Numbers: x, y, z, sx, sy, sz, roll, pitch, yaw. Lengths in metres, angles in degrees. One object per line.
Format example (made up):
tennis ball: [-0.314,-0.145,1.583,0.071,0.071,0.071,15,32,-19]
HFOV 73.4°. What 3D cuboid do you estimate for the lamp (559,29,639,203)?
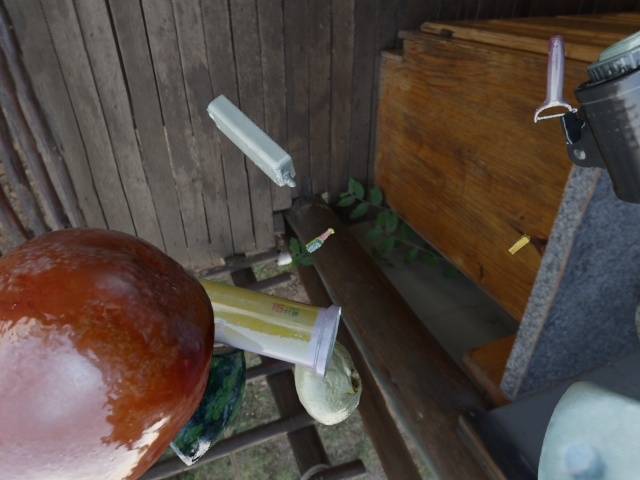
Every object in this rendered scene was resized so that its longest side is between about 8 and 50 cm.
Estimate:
lamp: [0.545,-0.200,0.666,0.205,0.374,0.272,-31,119,-7]

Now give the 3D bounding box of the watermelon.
watermelon: [-0.200,0.184,0.633,0.207,0.202,0.136,-41,160,-56]

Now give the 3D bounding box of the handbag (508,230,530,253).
handbag: [0.734,0.009,1.588,0.083,0.027,0.061,-51,172,34]

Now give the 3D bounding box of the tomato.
tomato: [-0.192,0.106,0.365,0.188,0.232,0.232,20,113,-5]

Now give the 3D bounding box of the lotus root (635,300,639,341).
lotus root: [0.577,0.134,0.698,0.088,0.192,0.113,37,135,-10]

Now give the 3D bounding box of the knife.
knife: [0.708,-0.471,1.276,0.123,0.053,0.278,-9,139,18]

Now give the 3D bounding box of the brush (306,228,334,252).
brush: [0.000,0.000,0.933,0.018,0.021,0.083,36,130,-22]

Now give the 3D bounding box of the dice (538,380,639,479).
dice: [0.582,0.425,0.773,0.268,0.262,0.265,21,83,-37]

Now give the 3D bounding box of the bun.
bun: [0.036,0.335,1.041,0.127,0.222,0.222,-15,136,32]

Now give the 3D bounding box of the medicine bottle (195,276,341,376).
medicine bottle: [-0.185,0.104,0.677,0.425,0.108,0.108,13,120,9]

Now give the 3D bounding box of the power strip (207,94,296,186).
power strip: [-0.173,-0.253,1.107,0.058,0.338,0.098,-41,160,-12]
